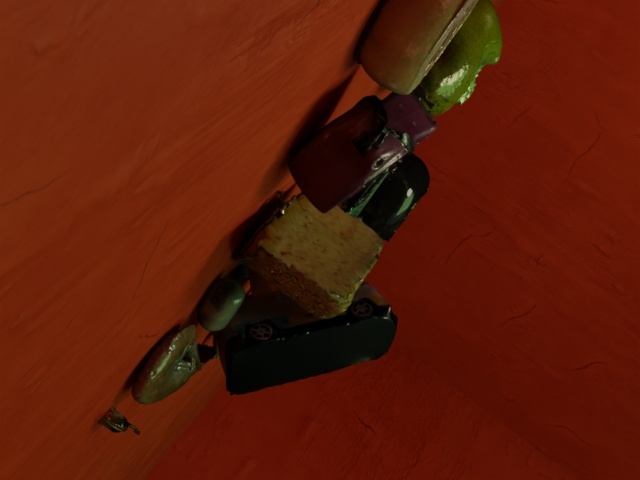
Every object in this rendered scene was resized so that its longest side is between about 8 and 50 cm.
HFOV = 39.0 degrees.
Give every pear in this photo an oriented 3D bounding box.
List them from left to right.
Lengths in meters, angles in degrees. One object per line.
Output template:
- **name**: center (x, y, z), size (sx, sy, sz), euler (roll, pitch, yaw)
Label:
- **pear**: center (0.283, -0.404, 2.031), size (0.286, 0.176, 0.282), euler (-57, 172, 32)

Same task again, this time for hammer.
- **hammer**: center (-0.183, 0.100, 1.849), size (0.116, 0.069, 0.194), euler (-56, -177, 30)

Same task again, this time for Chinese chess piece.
- **Chinese chess piece**: center (0.172, -0.373, 1.497), size (0.270, 0.112, 0.270), euler (-53, 177, -4)

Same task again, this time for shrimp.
- **shrimp**: center (-0.276, 0.229, 1.780), size (0.168, 0.077, 0.317), euler (-57, 172, 16)

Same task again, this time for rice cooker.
- **rice cooker**: center (0.138, -0.132, 2.282), size (0.267, 0.224, 0.267), euler (-52, 177, -3)

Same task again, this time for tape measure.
- **tape measure**: center (0.070, -0.155, 1.595), size (0.245, 0.149, 0.231), euler (-35, -176, 45)

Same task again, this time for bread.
- **bread**: center (0.000, 0.000, 1.734), size (0.279, 0.248, 0.315), euler (-51, -175, -19)

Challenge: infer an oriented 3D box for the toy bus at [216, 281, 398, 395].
- **toy bus**: center (-0.036, 0.186, 1.938), size (0.386, 0.162, 0.171), euler (-11, 133, -19)

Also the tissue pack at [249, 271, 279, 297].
- **tissue pack**: center (-0.087, 0.110, 2.132), size (0.125, 0.159, 0.234), euler (-7, 159, -17)

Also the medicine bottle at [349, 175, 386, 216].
- **medicine bottle**: center (0.078, -0.158, 2.050), size (0.274, 0.133, 0.133), euler (-54, 176, 18)

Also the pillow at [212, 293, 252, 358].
- **pillow**: center (-0.214, 0.206, 2.347), size (0.169, 0.059, 0.255), euler (-54, 177, 19)

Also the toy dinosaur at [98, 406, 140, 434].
- **toy dinosaur**: center (-0.384, 0.335, 1.684), size (0.037, 0.058, 0.180), euler (-60, 163, -5)
